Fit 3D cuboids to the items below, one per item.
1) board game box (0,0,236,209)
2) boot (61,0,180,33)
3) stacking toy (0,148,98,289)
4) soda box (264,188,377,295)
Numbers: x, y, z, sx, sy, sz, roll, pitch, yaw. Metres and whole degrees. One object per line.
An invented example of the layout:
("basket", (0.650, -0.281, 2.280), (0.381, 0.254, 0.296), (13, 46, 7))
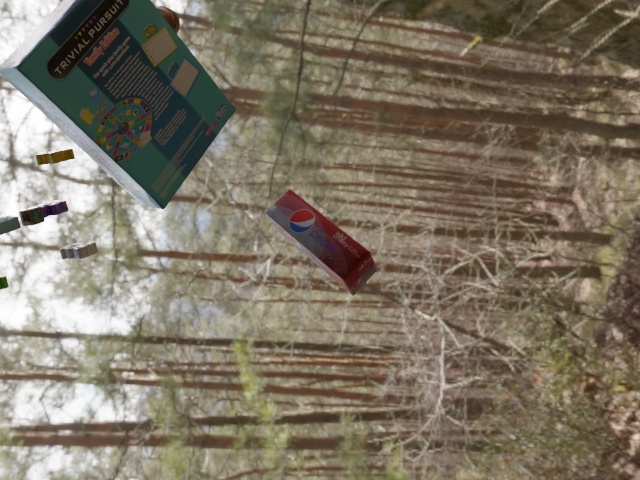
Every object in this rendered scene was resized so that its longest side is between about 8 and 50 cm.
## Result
("board game box", (-0.328, -0.257, 1.047), (0.079, 0.336, 0.253), (11, 61, 40))
("boot", (-0.395, -0.446, 1.195), (0.152, 0.197, 0.072), (-16, -63, -66))
("stacking toy", (-0.424, -0.033, 0.854), (0.221, 0.052, 0.166), (-33, -62, -59))
("soda box", (0.000, 0.000, 1.313), (0.263, 0.083, 0.092), (39, 170, 31))
